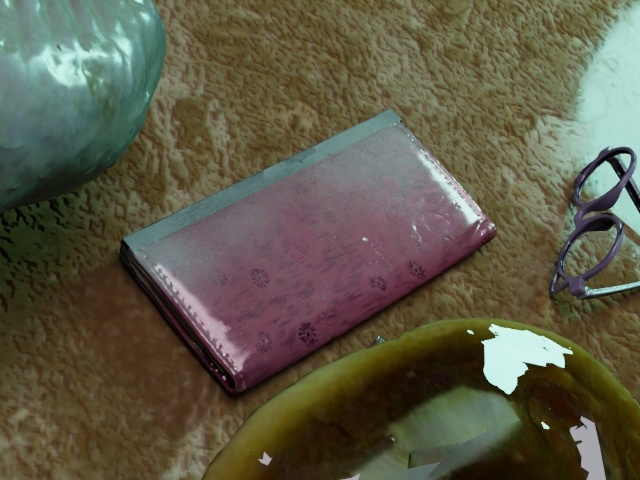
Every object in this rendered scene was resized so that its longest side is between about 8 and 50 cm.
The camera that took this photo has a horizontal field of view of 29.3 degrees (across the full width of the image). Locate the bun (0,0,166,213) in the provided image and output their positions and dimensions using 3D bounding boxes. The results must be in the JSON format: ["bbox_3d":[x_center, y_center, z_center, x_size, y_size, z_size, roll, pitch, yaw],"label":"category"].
[{"bbox_3d":[-0.255,-0.121,0.639,0.354,0.194,0.354,26,29,-16],"label":"bun"}]

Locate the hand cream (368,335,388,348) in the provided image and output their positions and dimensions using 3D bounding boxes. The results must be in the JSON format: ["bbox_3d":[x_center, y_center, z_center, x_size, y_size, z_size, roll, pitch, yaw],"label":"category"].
[{"bbox_3d":[0.029,0.116,0.698,0.062,0.039,0.163,21,47,15],"label":"hand cream"}]

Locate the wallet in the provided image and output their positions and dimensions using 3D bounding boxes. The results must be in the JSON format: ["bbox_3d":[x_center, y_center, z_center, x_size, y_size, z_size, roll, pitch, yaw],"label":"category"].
[{"bbox_3d":[0.000,0.000,0.776,0.232,0.025,0.119,-28,69,-34],"label":"wallet"}]

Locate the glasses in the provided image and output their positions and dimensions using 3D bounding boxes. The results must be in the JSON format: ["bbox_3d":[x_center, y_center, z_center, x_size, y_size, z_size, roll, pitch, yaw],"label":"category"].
[{"bbox_3d":[0.223,0.008,0.855,0.104,0.062,0.140,37,48,-21],"label":"glasses"}]

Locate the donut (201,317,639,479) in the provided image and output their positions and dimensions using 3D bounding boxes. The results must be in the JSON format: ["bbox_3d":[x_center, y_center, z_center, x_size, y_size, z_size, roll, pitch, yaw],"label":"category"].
[{"bbox_3d":[0.059,0.203,0.563,0.330,0.160,0.330,18,54,-27],"label":"donut"}]
